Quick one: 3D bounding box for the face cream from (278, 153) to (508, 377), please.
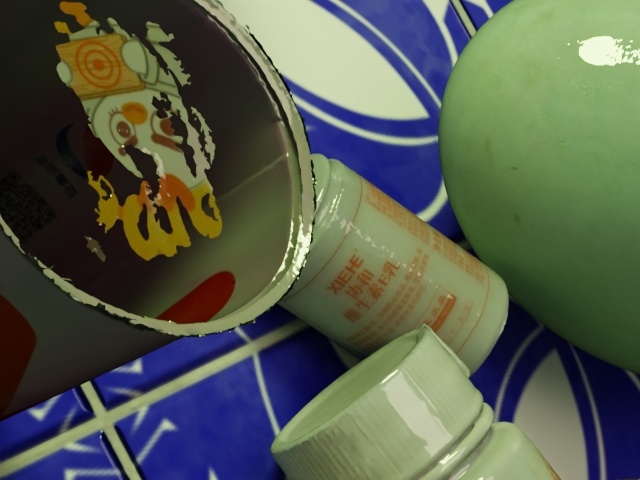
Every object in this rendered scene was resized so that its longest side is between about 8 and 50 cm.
[{"bbox_3d":[0.000,0.000,1.253,0.252,0.101,0.101,35,48,-22],"label":"face cream"}]

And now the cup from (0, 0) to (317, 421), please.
[{"bbox_3d":[-0.164,0.008,0.965,0.203,0.288,0.203,20,55,-32],"label":"cup"}]

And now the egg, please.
[{"bbox_3d":[0.256,-0.040,1.374,0.389,0.276,0.276,24,53,-27],"label":"egg"}]

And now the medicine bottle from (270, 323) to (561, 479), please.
[{"bbox_3d":[0.091,0.187,1.197,0.252,0.144,0.144,52,44,-8],"label":"medicine bottle"}]

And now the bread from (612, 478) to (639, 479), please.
[{"bbox_3d":[0.263,0.270,1.319,0.174,0.121,0.245,18,51,-44],"label":"bread"}]
